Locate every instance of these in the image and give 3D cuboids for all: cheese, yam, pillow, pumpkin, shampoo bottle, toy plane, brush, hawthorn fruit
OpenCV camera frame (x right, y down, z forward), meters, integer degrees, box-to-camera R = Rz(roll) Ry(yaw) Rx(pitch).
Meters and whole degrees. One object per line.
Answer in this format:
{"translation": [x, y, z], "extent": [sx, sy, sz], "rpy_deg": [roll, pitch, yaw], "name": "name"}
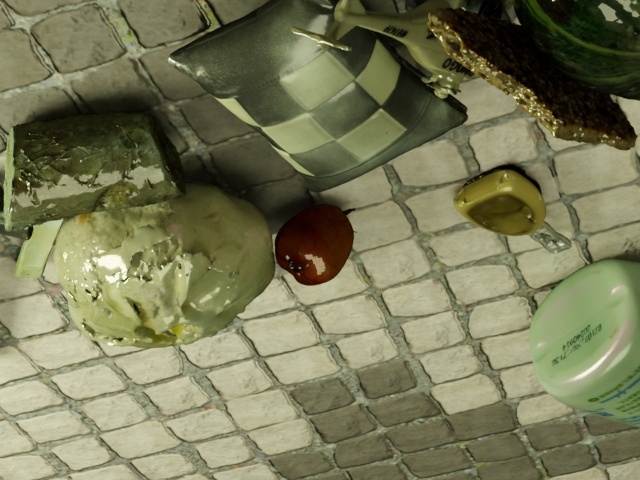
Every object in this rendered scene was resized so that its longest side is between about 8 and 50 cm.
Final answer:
{"translation": [0.220, -0.025, 1.956], "extent": [0.086, 0.036, 0.162], "rpy_deg": [-27, 140, 29], "name": "cheese"}
{"translation": [-0.228, -0.074, 1.754], "extent": [0.183, 0.107, 0.107], "rpy_deg": [-8, 146, -3], "name": "yam"}
{"translation": [-0.001, -0.147, 1.680], "extent": [0.186, 0.106, 0.250], "rpy_deg": [-25, 138, 24], "name": "pillow"}
{"translation": [0.307, -0.242, 1.511], "extent": [0.300, 0.207, 0.300], "rpy_deg": [-3, 161, -1], "name": "pumpkin"}
{"translation": [0.428, 0.144, 2.138], "extent": [0.349, 0.151, 0.222], "rpy_deg": [20, 132, -33], "name": "shampoo bottle"}
{"translation": [0.089, -0.186, 1.595], "extent": [0.286, 0.092, 0.108], "rpy_deg": [5, 109, -54], "name": "toy plane"}
{"translation": [-0.294, -0.013, 1.894], "extent": [0.033, 0.030, 0.178], "rpy_deg": [0, 150, -22], "name": "brush"}
{"translation": [0.000, 0.000, 1.920], "extent": [0.081, 0.093, 0.081], "rpy_deg": [34, 151, 22], "name": "hawthorn fruit"}

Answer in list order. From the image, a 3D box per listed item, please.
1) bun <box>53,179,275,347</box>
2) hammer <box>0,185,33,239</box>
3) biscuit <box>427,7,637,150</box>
{"translation": [-0.160, 0.035, 1.871], "extent": [0.239, 0.141, 0.239], "rpy_deg": [-9, 157, -4], "name": "bun"}
{"translation": [-0.374, 0.048, 1.954], "extent": [0.111, 0.043, 0.365], "rpy_deg": [13, 147, -5], "name": "hammer"}
{"translation": [0.191, -0.141, 1.566], "extent": [0.026, 0.131, 0.237], "rpy_deg": [-45, 153, 25], "name": "biscuit"}
